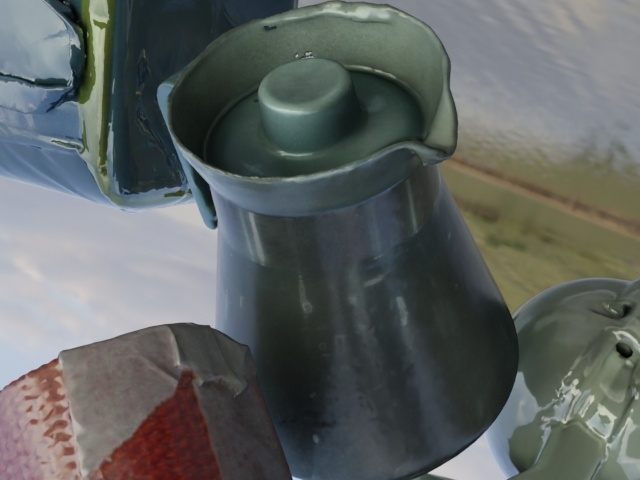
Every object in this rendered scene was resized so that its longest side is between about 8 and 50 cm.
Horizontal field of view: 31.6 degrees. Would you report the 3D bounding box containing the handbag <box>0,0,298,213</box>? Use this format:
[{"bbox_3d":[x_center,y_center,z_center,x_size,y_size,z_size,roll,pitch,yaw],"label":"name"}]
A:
[{"bbox_3d":[-0.163,-0.160,0.835,0.241,0.263,0.222,18,-157,36],"label":"handbag"}]

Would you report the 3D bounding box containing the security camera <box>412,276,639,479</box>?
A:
[{"bbox_3d":[0.145,0.146,0.694,0.197,0.277,0.191,25,164,20],"label":"security camera"}]

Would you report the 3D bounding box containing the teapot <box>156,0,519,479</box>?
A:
[{"bbox_3d":[0.000,0.000,0.592,0.203,0.171,0.225,29,146,37],"label":"teapot"}]

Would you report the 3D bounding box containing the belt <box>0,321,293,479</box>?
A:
[{"bbox_3d":[-0.092,0.111,0.511,0.128,0.124,0.201,-10,158,-27],"label":"belt"}]
